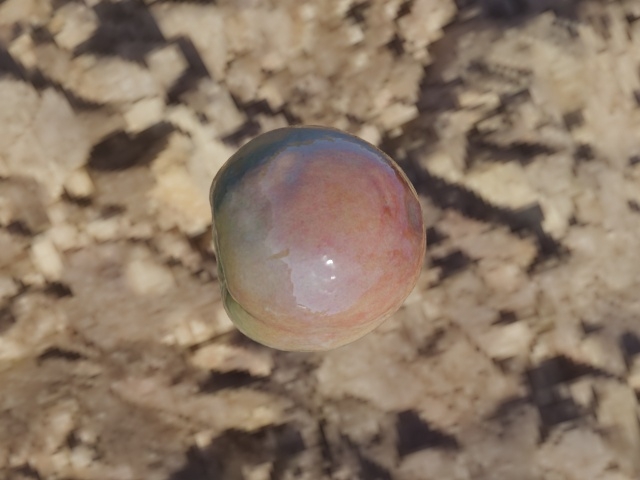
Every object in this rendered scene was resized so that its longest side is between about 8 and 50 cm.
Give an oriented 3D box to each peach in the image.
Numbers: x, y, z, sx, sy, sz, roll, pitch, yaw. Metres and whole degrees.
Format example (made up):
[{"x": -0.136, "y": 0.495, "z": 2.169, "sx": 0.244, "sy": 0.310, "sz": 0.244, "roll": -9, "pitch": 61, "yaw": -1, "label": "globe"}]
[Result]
[{"x": -0.001, "y": -0.001, "z": 0.643, "sx": 0.083, "sy": 0.083, "sz": 0.083, "roll": 25, "pitch": 54, "yaw": -41, "label": "peach"}]
